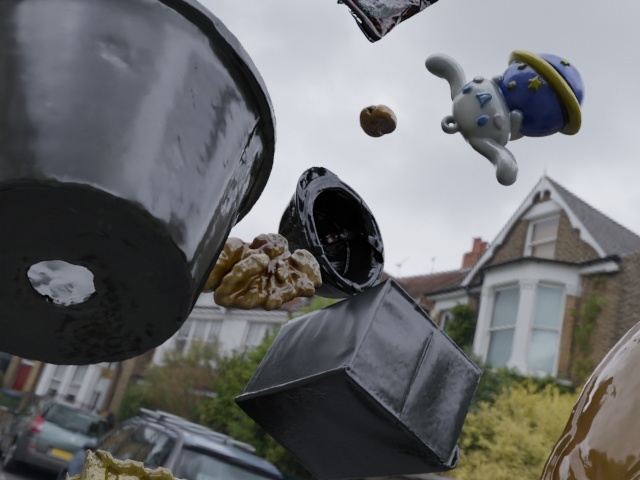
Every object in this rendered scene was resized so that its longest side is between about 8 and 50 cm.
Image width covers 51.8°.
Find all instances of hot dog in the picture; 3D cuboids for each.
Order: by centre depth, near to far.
[{"bbox_3d":[0.143,-0.293,1.613,0.090,0.060,0.140,-19,-25,22],"label":"hot dog"}]

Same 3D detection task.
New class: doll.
[{"bbox_3d":[0.337,-0.261,1.217,0.311,0.242,0.160,51,10,27],"label":"doll"}]

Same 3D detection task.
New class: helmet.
[{"bbox_3d":[0.000,0.000,1.351,0.160,0.230,0.278,-26,-78,41],"label":"helmet"}]

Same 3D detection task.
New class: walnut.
[{"bbox_3d":[-0.079,0.032,0.836,0.143,0.069,0.170,28,26,32],"label":"walnut"}]

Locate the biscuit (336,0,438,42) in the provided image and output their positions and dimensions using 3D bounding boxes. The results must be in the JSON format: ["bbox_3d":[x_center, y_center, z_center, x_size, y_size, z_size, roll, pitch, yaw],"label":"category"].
[{"bbox_3d":[0.156,-0.563,1.557,0.151,0.235,0.063,45,-25,22],"label":"biscuit"}]

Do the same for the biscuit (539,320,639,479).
[{"bbox_3d":[0.257,0.110,0.367,0.057,0.312,0.351,37,15,-6],"label":"biscuit"}]

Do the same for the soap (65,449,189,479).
[{"bbox_3d":[-0.409,0.653,1.410,0.293,0.335,0.156,29,-61,-31],"label":"soap"}]

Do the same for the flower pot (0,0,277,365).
[{"bbox_3d":[-0.158,-0.026,0.438,0.269,0.166,0.269,-5,-43,-5],"label":"flower pot"}]

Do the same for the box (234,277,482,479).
[{"bbox_3d":[0.062,0.255,1.149,0.251,0.204,0.345,45,-39,-15],"label":"box"}]
